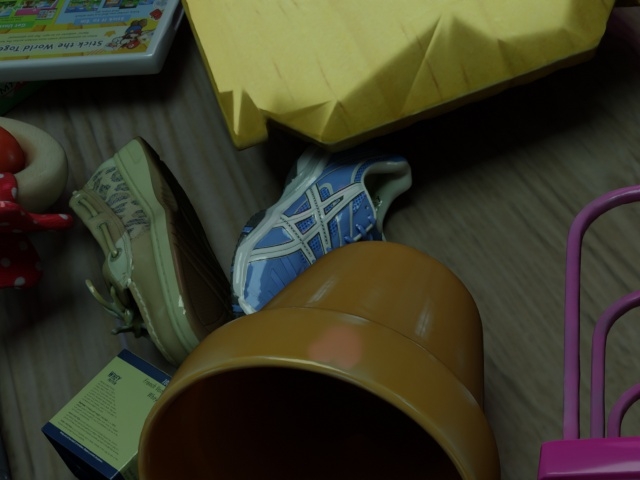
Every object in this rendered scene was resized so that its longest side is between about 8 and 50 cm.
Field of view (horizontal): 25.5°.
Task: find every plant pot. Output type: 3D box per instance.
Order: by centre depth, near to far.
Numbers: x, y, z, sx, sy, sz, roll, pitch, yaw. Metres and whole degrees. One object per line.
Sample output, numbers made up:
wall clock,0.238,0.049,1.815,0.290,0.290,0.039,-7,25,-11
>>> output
plant pot,0.018,0.101,0.864,0.205,0.205,0.188,-3,30,21

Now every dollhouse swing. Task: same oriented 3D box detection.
dollhouse swing,0.066,-0.217,1.214,0.347,0.305,0.315,-20,77,0

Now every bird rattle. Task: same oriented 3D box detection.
bird rattle,-0.295,-0.054,1.143,0.254,0.143,0.207,10,30,26

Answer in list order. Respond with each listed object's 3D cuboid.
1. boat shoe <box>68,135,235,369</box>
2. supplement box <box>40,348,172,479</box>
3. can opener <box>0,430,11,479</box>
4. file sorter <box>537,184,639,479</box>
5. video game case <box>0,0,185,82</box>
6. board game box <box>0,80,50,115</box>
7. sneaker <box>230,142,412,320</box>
boat shoe,-0.130,0.021,1.073,0.089,0.104,0.285,-33,31,3
supplement box,-0.130,0.134,0.979,0.083,0.056,0.083,25,60,39
can opener,-0.265,0.164,0.995,0.093,0.074,0.280,-23,42,1
file sorter,0.233,0.125,0.664,0.202,0.290,0.182,-6,42,18
video game case,-0.230,-0.229,1.351,0.227,0.026,0.206,-1,48,19
board game box,-0.370,-0.227,1.461,0.213,0.046,0.317,-40,45,-17
sneaker,0.000,0.000,1.043,0.081,0.080,0.211,3,49,30
